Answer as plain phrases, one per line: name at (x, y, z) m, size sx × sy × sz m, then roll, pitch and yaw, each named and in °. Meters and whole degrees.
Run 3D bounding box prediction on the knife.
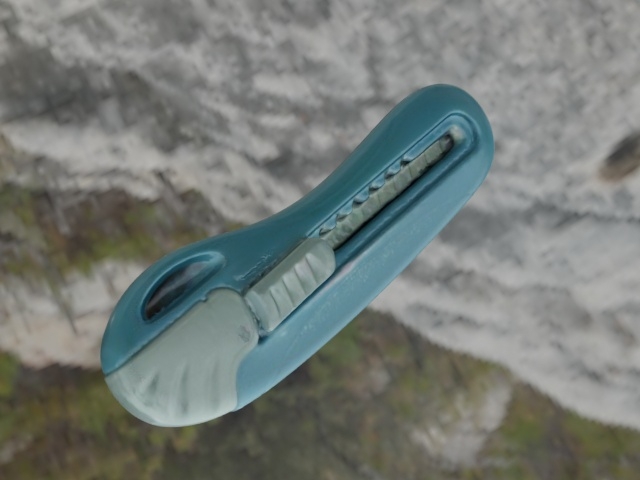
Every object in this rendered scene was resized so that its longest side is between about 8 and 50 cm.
knife at (0.000, 0.000, 0.717) m, size 0.222 × 0.064 × 0.031 m, roll -39°, pitch -174°, yaw -38°
